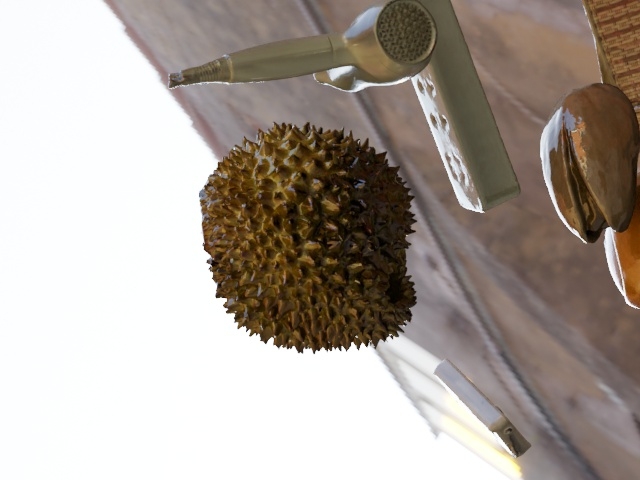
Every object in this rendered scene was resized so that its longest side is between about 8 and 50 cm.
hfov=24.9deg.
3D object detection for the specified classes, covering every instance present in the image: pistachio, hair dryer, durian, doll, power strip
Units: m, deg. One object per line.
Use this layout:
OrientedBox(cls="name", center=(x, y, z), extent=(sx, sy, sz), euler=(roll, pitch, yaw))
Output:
OrientedBox(cls="pistachio", center=(0.342, -0.101, 1.808), extent=(0.136, 0.135, 0.226), euler=(41, -138, -46))
OrientedBox(cls="hair dryer", center=(-0.029, -0.159, 1.324), extent=(0.237, 0.206, 0.075), euler=(-11, -91, -18))
OrientedBox(cls="durian", center=(-0.004, 0.004, 1.676), extent=(0.258, 0.258, 0.293), euler=(-32, -65, -25))
OrientedBox(cls="doll", center=(0.461, -0.026, 1.857), extent=(0.213, 0.213, 0.236), euler=(-38, -44, -20))
OrientedBox(cls="power strip", center=(0.142, -0.219, 1.757), extent=(0.062, 0.091, 0.385), euler=(-25, -77, -12))
OrientedBox(cls="power strip", center=(0.222, 0.233, 2.017), extent=(0.035, 0.192, 0.081), euler=(-42, -56, -3))

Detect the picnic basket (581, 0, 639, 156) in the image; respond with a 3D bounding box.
OrientedBox(cls="picnic basket", center=(0.508, -0.279, 1.976), extent=(0.175, 0.228, 0.313), euler=(-23, -83, -39))
